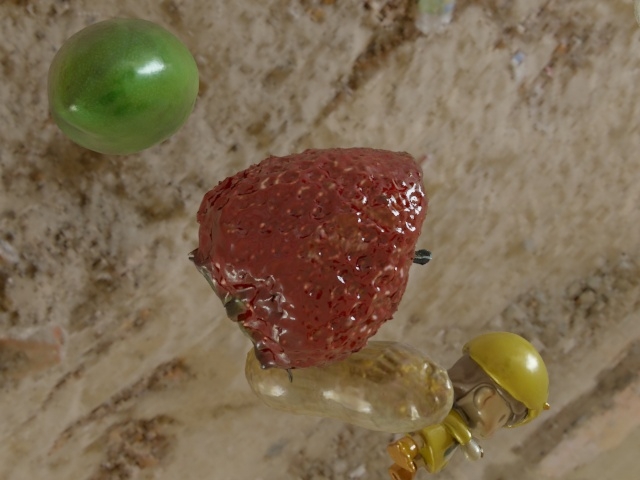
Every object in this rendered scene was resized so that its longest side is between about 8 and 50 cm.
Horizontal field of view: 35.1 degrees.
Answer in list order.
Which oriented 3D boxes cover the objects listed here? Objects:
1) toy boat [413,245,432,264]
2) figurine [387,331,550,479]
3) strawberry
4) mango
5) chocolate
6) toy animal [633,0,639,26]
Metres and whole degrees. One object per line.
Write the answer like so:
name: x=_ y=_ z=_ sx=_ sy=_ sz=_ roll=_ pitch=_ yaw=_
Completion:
toy boat: x=0.151 y=0.016 z=1.709 sx=0.083 sy=0.038 sz=0.038 roll=15 pitch=127 yaw=-14
figurine: x=0.260 y=0.304 z=1.802 sx=0.343 sy=0.187 sz=0.215 roll=-35 pitch=161 yaw=-24
strawberry: x=0.000 y=0.000 z=1.131 sx=0.277 sy=0.257 sz=0.257 roll=-37 pitch=153 yaw=-6
mango: x=-0.299 y=-0.224 z=1.492 sx=0.225 sy=0.201 sz=0.382 roll=-11 pitch=-170 yaw=4
chocolate: x=0.040 y=0.196 z=1.428 sx=0.134 sy=0.309 sz=0.134 roll=6 pitch=90 yaw=-69
toy animal: x=0.354 y=-0.292 z=0.810 sx=0.182 sy=0.247 sz=0.310 roll=-27 pitch=-165 yaw=-17
